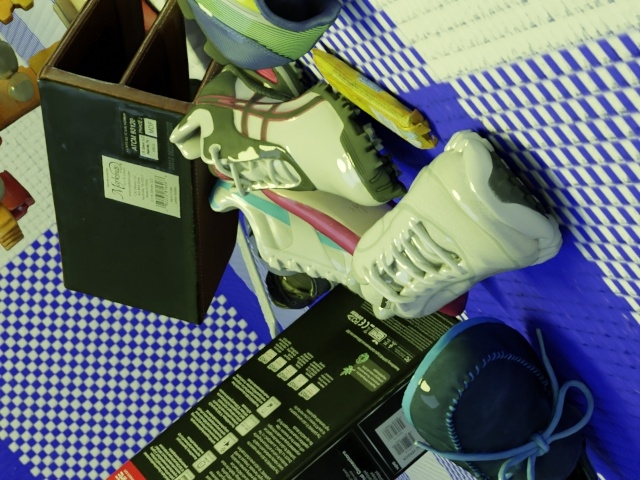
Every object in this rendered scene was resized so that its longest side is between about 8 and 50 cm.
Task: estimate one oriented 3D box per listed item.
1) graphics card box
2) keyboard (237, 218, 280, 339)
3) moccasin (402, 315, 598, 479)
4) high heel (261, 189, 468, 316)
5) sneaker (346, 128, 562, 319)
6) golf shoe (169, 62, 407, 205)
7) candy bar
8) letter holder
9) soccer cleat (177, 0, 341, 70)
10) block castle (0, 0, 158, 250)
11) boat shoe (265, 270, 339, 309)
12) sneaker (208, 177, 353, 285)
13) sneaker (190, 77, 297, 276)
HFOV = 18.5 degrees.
[{"bbox_3d":[-0.023,0.194,1.958,0.094,0.371,0.233,53,170,-27],"label":"graphics card box"},{"bbox_3d":[-0.096,-0.002,2.381,0.072,0.014,0.256,77,173,-70],"label":"keyboard"},{"bbox_3d":[0.177,0.155,1.660,0.117,0.137,0.342,40,-177,28],"label":"moccasin"},{"bbox_3d":[0.027,-0.017,1.684,0.244,0.082,0.117,23,148,32],"label":"high heel"},{"bbox_3d":[0.086,0.003,1.380,0.110,0.118,0.292,51,171,3],"label":"sneaker"},{"bbox_3d":[-0.024,-0.071,1.597,0.105,0.120,0.273,55,171,-31],"label":"golf shoe"},{"bbox_3d":[0.036,-0.109,1.472,0.161,0.018,0.040,39,171,49],"label":"candy bar"},{"bbox_3d":[-0.154,-0.105,1.920,0.152,0.214,0.302,15,140,11],"label":"letter holder"},{"bbox_3d":[-0.086,-0.247,1.331,0.121,0.093,0.289,-18,112,48],"label":"soccer cleat"},{"bbox_3d":[-0.319,-0.147,2.225,0.213,0.303,0.453,55,172,6],"label":"block castle"},{"bbox_3d":[-0.029,0.049,2.376,0.080,0.073,0.223,48,172,4],"label":"boat shoe"},{"bbox_3d":[0.000,0.000,1.834,0.229,0.092,0.087,41,-174,9],"label":"sneaker"},{"bbox_3d":[-0.070,-0.076,2.022,0.234,0.078,0.106,57,156,2],"label":"sneaker"}]
